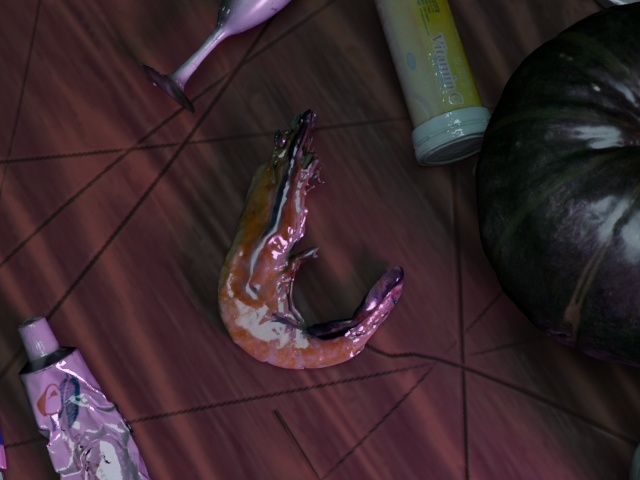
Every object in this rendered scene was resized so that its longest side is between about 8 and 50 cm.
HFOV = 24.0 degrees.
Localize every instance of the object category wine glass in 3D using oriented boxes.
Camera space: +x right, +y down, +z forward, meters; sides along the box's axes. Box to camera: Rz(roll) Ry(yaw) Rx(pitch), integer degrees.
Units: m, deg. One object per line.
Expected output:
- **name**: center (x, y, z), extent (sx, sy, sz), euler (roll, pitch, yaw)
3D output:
- **wine glass**: center (-0.068, -0.203, 1.294), extent (0.066, 0.066, 0.198), euler (39, 80, 8)

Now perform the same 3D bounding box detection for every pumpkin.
- **pumpkin**: center (0.269, -0.042, 1.191), extent (0.300, 0.207, 0.300), euler (-3, 67, 8)

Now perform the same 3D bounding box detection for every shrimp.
- **shrimp**: center (0.000, 0.000, 1.255), extent (0.152, 0.046, 0.219), euler (11, 81, 3)

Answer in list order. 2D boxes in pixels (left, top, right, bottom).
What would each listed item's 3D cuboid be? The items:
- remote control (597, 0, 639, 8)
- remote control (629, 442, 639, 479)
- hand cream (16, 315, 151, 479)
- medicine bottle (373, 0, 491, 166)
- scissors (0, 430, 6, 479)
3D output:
- **remote control**: center (0.354, -0.206, 1.318), extent (0.245, 0.022, 0.077), euler (19, 76, 4)
- **remote control**: center (0.373, 0.132, 1.185), extent (0.296, 0.140, 0.056), euler (-32, 45, -8)
- **hand cream**: center (-0.181, 0.179, 1.214), extent (0.084, 0.050, 0.257), euler (-28, 85, -5)
- **medicine bottle**: center (0.087, -0.176, 1.286), extent (0.074, 0.074, 0.218), euler (-15, 76, -4)
- **scissors**: center (-0.279, 0.165, 1.233), extent (0.039, 0.012, 0.113), euler (-17, 78, -4)
